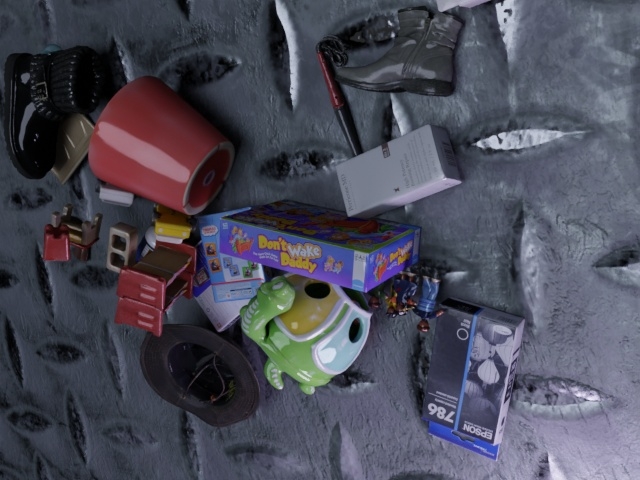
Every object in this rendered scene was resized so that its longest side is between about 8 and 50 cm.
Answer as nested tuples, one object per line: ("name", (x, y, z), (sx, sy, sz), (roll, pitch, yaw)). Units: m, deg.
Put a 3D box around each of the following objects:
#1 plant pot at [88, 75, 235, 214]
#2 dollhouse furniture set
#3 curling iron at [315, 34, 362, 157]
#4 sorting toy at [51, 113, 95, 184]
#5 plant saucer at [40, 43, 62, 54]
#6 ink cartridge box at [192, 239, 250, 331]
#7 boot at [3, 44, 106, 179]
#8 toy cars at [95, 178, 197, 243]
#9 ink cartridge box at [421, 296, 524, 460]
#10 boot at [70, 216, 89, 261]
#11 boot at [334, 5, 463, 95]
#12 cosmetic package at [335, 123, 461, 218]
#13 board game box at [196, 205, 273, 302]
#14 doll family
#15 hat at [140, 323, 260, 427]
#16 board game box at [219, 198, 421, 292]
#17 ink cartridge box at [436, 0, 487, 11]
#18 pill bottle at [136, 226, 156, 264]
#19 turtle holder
("plant pot", (-0.349, -0.200, 1.626), (0.243, 0.275, 0.275), (31, 118, 11))
("dollhouse furniture set", (-0.501, 0.064, 1.685), (0.373, 0.201, 0.152), (18, 116, 9))
("curling iron", (0.046, -0.292, 1.464), (0.068, 0.035, 0.274), (-9, 98, 34))
("sorting toy", (-0.694, -0.331, 1.926), (0.229, 0.041, 0.307), (49, 117, 4))
("plant saucer", (-0.735, -0.475, 1.927), (0.119, 0.021, 0.119), (9, 107, 31))
("ink cartridge box", (-0.238, 0.088, 1.740), (0.208, 0.045, 0.206), (-40, 80, 31))
("boot", (-0.682, -0.324, 1.824), (0.260, 0.131, 0.348), (6, 107, 22))
("toy cars", (-0.430, -0.079, 1.719), (0.393, 0.176, 0.087), (28, 113, 31))
("ink cartridge box", (0.303, 0.294, 1.440), (0.165, 0.065, 0.333), (14, 111, 29))
("boot", (-0.701, -0.002, 2.025), (0.106, 0.037, 0.114), (30, 121, 26))
("boot", (0.151, -0.367, 1.363), (0.246, 0.083, 0.161), (10, 101, 25))
("cosmetic package", (0.151, -0.132, 1.399), (0.231, 0.085, 0.117), (-22, 76, 33))
("board game box", (-0.199, 0.034, 1.660), (0.160, 0.039, 0.212), (-8, 97, 30))
("doll family", (0.172, 0.119, 1.451), (0.193, 0.076, 0.112), (14, 91, 58))
("hat", (-0.279, 0.304, 1.773), (0.331, 0.134, 0.332), (11, 123, 17))
("board game box", (0.000, 0.000, 1.452), (0.347, 0.233, 0.078), (13, 109, 29))
("ink cartridge box", (0.289, -0.480, 1.243), (0.181, 0.061, 0.104), (-11, 96, 34))
("pill bottle", (-0.416, 0.020, 1.808), (0.094, 0.094, 0.169), (45, 120, 15))
("turtle holder", (-0.038, 0.156, 1.489), (0.227, 0.243, 0.320), (-39, 118, 14))
